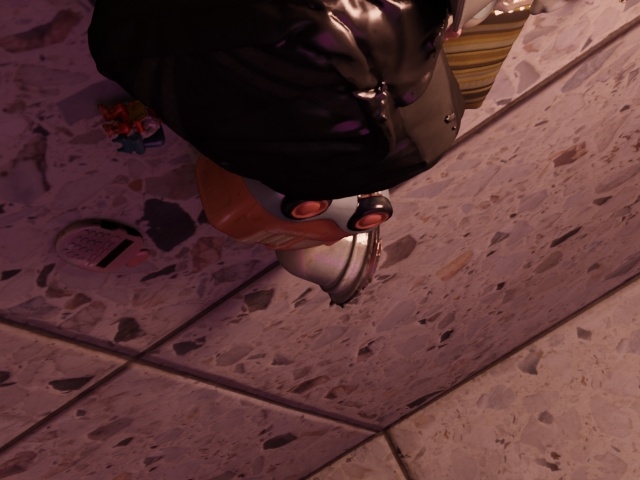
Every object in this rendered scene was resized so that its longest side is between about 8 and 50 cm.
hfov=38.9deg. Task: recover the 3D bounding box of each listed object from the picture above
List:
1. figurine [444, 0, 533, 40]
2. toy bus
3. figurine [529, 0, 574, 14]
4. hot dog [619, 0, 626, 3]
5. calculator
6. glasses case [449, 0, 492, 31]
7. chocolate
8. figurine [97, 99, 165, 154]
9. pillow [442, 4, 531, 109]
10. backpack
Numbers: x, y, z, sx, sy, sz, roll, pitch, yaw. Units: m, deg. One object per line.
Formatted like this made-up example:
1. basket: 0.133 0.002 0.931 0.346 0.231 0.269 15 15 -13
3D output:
1. figurine: 0.163 -0.327 1.156 0.235 0.127 0.155 -25 133 -9
2. toy bus: -0.047 -0.080 1.324 0.232 0.194 0.287 -35 153 31
3. figurine: 0.250 -0.375 1.022 0.338 0.204 0.284 -30 132 -18
4. hot dog: 0.422 -0.430 1.246 0.109 0.072 0.269 -13 151 8
5. calculator: -0.333 0.010 1.394 0.103 0.024 0.166 -39 148 20
6. glasses case: 0.194 -0.323 0.872 0.308 0.083 0.128 -42 149 -31
7. chocolate: 0.001 -0.004 1.529 0.147 0.221 0.221 17 132 -28
8. figurine: -0.207 -0.165 1.157 0.140 0.068 0.075 -24 150 -2
9. pillow: 0.191 -0.265 1.358 0.208 0.052 0.212 -11 146 -24
10. backpack: -0.013 -0.193 0.995 0.363 0.255 0.446 -2 155 23
